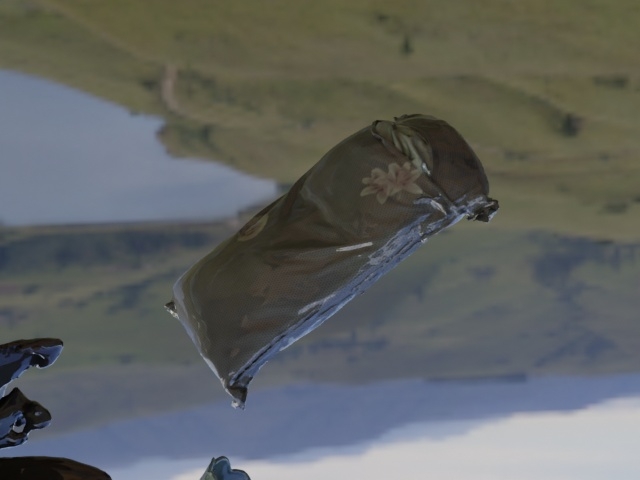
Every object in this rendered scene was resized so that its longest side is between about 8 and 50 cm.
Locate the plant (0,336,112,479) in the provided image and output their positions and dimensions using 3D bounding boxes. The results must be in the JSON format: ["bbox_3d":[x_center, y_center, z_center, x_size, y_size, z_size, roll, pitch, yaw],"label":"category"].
[{"bbox_3d":[-0.286,0.168,0.940,0.320,0.182,0.194,-27,178,13],"label":"plant"}]

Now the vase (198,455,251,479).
[{"bbox_3d":[-0.112,0.245,1.245,0.148,0.081,0.081,-41,169,10],"label":"vase"}]

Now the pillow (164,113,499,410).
[{"bbox_3d":[0.000,0.000,1.153,0.255,0.059,0.169,-38,-141,1],"label":"pillow"}]
